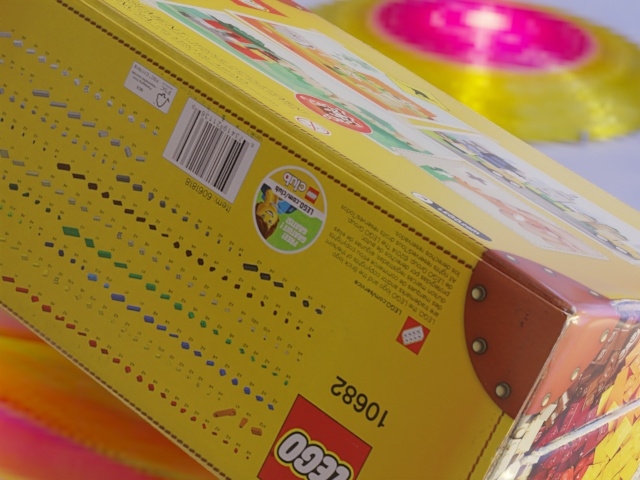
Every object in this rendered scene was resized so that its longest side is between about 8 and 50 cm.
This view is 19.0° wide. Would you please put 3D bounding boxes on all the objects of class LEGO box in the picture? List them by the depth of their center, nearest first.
[{"bbox_3d":[0.000,0.000,1.206,0.372,0.500,0.193,4,116,-58],"label":"LEGO box"}]
